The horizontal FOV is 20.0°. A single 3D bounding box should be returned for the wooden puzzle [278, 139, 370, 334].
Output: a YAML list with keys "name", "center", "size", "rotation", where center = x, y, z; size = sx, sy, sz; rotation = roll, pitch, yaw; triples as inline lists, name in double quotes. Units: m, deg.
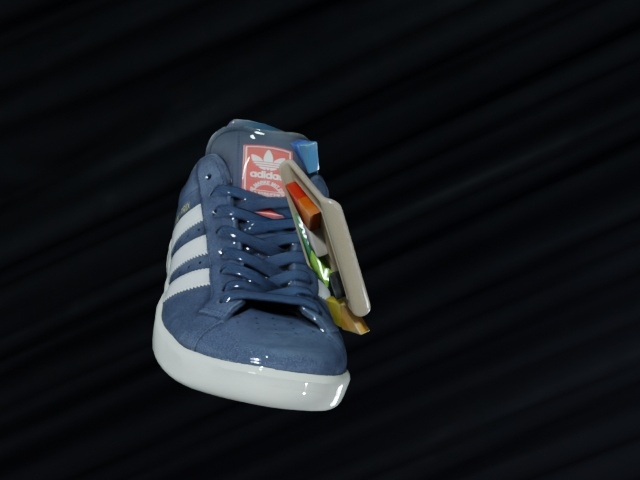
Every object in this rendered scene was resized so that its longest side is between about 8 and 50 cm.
- name: "wooden puzzle"
  center: [0.000, 0.000, 0.920]
  size: [0.078, 0.014, 0.116]
  rotation: [34, -36, 67]

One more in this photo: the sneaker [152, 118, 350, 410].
- name: "sneaker"
  center: [-0.046, 0.002, 1.277]
  size: [0.350, 0.131, 0.148]
  rotation: [-121, -136, -69]
